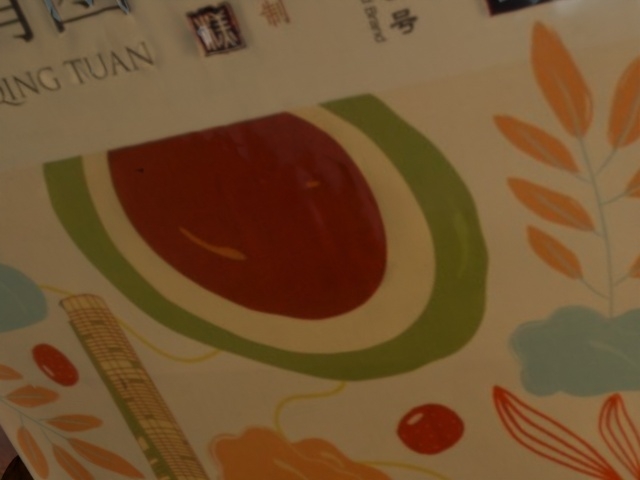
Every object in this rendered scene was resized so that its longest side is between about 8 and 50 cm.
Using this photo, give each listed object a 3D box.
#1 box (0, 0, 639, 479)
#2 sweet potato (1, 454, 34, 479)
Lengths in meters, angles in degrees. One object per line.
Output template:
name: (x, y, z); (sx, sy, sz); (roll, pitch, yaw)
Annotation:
box: (0.000, 0.000, 0.452); (0.345, 0.122, 0.385); (-8, 119, 26)
sweet potato: (-0.172, 0.143, 0.705); (0.049, 0.049, 0.117); (34, 121, -7)
